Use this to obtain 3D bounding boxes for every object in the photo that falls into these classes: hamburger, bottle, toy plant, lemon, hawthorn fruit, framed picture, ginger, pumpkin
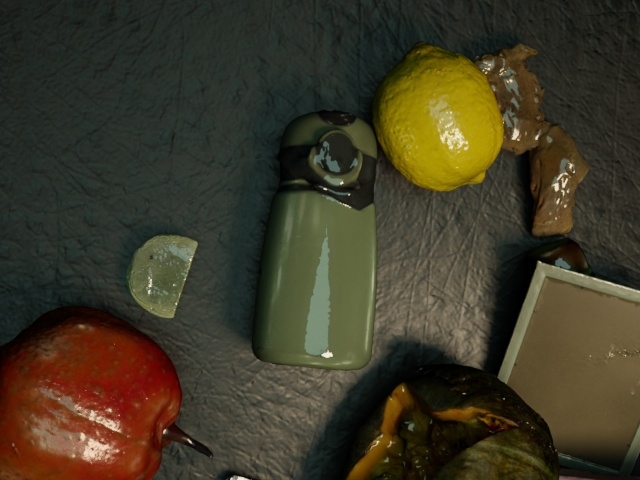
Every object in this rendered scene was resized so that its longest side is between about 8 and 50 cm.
[{"bbox_3d":[-0.227,0.044,1.281,0.084,0.054,0.121,17,95,-8],"label":"hamburger"},{"bbox_3d":[0.000,-0.001,1.251,0.168,0.168,0.347,5,86,-6],"label":"bottle"},{"bbox_3d":[0.361,0.083,1.325,0.092,0.093,0.162,-25,92,-6],"label":"toy plant"},{"bbox_3d":[0.162,-0.166,1.266,0.193,0.180,0.180,43,85,-25],"label":"lemon"},{"bbox_3d":[-0.278,0.224,1.169,0.300,0.254,0.254,21,87,6],"label":"hawthorn fruit"},{"bbox_3d":[0.370,0.188,1.295,0.231,0.018,0.293,17,111,5],"label":"framed picture"},{"bbox_3d":[0.305,-0.141,1.325,0.122,0.084,0.290,-23,92,-11],"label":"ginger"},{"bbox_3d":[0.165,0.319,1.200,0.192,0.320,0.320,42,85,-29],"label":"pumpkin"}]

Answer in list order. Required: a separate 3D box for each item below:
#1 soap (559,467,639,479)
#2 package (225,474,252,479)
[{"bbox_3d":[0.386,0.461,1.246,0.296,0.107,0.286,-2,84,28],"label":"soap"},{"bbox_3d":[-0.034,0.459,1.295,0.269,0.071,0.194,16,81,5],"label":"package"}]
